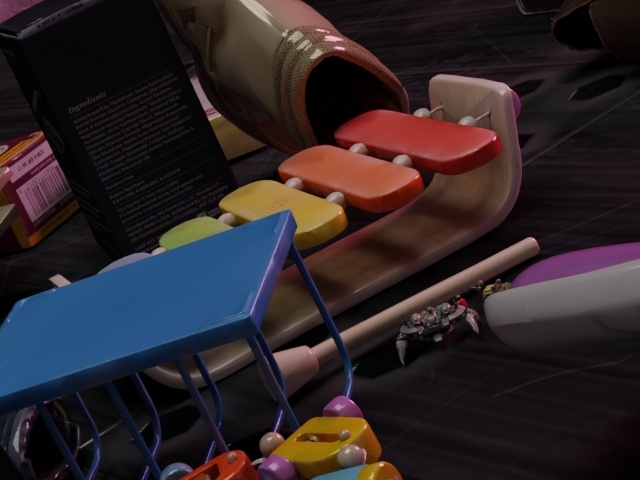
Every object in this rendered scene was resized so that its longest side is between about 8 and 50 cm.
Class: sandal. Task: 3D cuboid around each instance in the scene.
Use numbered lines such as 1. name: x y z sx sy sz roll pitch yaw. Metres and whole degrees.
1. sandal: 0.265 -0.032 0.710 0.416 0.102 0.169 -13 -13 21

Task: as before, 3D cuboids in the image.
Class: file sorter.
1. file sorter: -0.081 0.077 0.929 0.170 0.104 0.118 -18 22 18

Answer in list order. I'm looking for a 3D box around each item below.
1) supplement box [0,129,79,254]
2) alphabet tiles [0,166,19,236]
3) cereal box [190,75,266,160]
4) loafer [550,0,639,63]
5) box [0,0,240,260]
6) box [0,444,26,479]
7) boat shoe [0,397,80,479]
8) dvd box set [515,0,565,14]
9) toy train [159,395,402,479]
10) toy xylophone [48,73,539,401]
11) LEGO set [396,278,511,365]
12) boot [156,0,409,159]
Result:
1. supplement box: -0.327 -0.032 1.666 0.188 0.081 0.104 -13 19 33
2. alphabet tiles: -0.403 0.050 1.496 0.342 0.011 0.285 -8 38 42
3. cereal box: -0.125 -0.109 1.691 0.173 0.047 0.240 -22 17 8
4. loafer: 0.244 -0.160 1.310 0.078 0.080 0.220 -39 15 -15
5. box: -0.159 -0.096 1.409 0.108 0.207 0.153 -27 16 -12
6. box: -0.281 0.165 0.903 0.261 0.103 0.184 -3 38 50
7. boat shoe: -0.177 0.105 1.066 0.083 0.065 0.183 -18 24 17
8. dvd box set: 0.410 -0.327 1.613 0.420 0.062 0.307 -33 18 -27
9. toy train: -0.020 0.129 0.804 0.125 0.046 0.166 -31 16 -6
10. toy xylophone: 0.000 0.000 1.111 0.322 0.081 0.236 -31 18 -22
11. LEGO set: 0.070 0.039 0.991 0.054 0.023 0.083 -11 21 38
12. boot: -0.008 -0.109 1.358 0.095 0.262 0.203 -43 53 -8
